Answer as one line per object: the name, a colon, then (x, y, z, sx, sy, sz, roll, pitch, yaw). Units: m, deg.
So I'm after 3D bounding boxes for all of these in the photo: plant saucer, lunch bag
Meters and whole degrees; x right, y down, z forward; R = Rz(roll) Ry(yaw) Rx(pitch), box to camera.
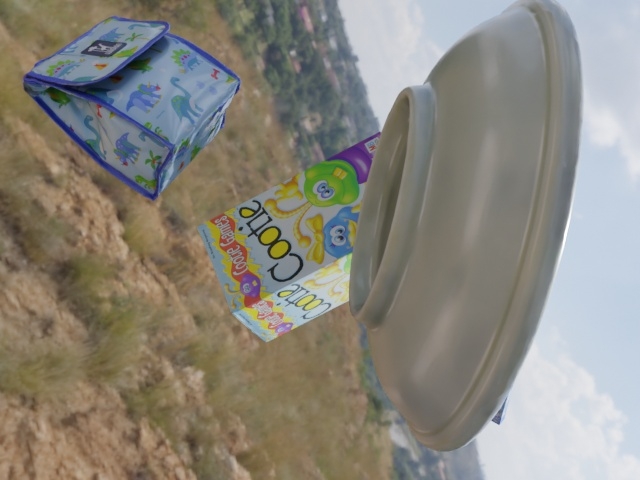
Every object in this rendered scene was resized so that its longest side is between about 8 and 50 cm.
plant saucer: (0.097, -0.023, 0.678, 0.400, 0.101, 0.400, -167, -90, -85)
lunch bag: (-0.171, -0.136, 0.698, 0.129, 0.151, 0.096, -55, 178, -43)

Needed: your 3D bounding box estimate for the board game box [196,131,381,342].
board game box: (0.000, 0.000, 1.033, 0.144, 0.275, 0.142, 64, 3, 27)

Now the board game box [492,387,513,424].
board game box: (0.219, 0.197, 1.050, 0.020, 0.090, 0.090, -32, 138, -45)
